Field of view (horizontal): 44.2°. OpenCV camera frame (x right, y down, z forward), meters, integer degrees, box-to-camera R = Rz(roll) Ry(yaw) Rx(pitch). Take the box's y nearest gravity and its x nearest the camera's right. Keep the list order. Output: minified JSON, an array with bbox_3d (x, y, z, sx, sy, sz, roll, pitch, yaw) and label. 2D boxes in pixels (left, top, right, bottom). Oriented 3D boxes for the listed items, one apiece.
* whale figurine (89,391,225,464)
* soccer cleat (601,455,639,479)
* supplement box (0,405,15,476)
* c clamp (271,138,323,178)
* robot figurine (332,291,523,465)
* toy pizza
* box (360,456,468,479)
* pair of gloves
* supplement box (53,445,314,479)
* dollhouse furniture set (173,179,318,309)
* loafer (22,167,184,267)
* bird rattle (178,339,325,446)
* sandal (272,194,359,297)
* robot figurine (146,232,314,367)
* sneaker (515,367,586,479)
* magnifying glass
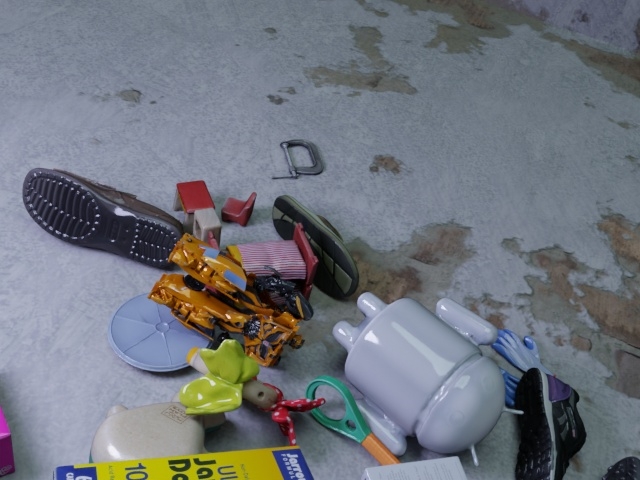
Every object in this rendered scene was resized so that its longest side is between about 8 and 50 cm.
[{"bbox_3d":[-0.260,0.345,1.285,0.216,0.141,0.272,23,18,11],"label":"whale figurine"},{"bbox_3d":[0.530,0.510,1.313,0.116,0.108,0.318,33,40,-8],"label":"soccer cleat"},{"bbox_3d":[-0.581,0.277,1.268,0.111,0.113,0.220,-15,47,-29],"label":"supplement box"},{"bbox_3d":[-0.062,-0.210,1.999,0.137,0.022,0.160,1,43,-12],"label":"c clamp"},{"bbox_3d":[0.187,0.242,1.430,0.353,0.200,0.300,39,88,26],"label":"robot figurine"},{"bbox_3d":[-0.304,0.176,1.508,0.202,0.032,0.201,7,41,-6],"label":"toy pizza"},{"bbox_3d":[0.159,0.441,1.288,0.171,0.091,0.130,-2,44,-16],"label":"box"},{"bbox_3d":[0.383,0.253,1.602,0.198,0.023,0.159,-24,53,-33],"label":"pair of gloves"},{"bbox_3d":[-0.180,0.431,1.083,0.357,0.195,0.194,1,25,-21],"label":"supplement box"},{"bbox_3d":[-0.169,-0.019,1.664,0.202,0.152,0.374,-8,46,-22],"label":"dollhouse furniture set"},{"bbox_3d":[-0.452,-0.049,1.669,0.366,0.133,0.130,25,16,0],"label":"loafer"},{"bbox_3d":[-0.126,0.247,1.374,0.254,0.143,0.207,25,-2,-37],"label":"bird rattle"},{"bbox_3d":[0.000,-0.002,1.723,0.086,0.120,0.302,-5,42,-39],"label":"sandal"},{"bbox_3d":[-0.160,0.124,1.440,0.291,0.211,0.085,32,32,-2],"label":"robot figurine"},{"bbox_3d":[0.435,0.368,1.432,0.124,0.107,0.283,23,48,-11],"label":"sneaker"},{"bbox_3d":[0.063,0.334,1.397,0.231,0.092,0.026,42,34,15],"label":"magnifying glass"}]
